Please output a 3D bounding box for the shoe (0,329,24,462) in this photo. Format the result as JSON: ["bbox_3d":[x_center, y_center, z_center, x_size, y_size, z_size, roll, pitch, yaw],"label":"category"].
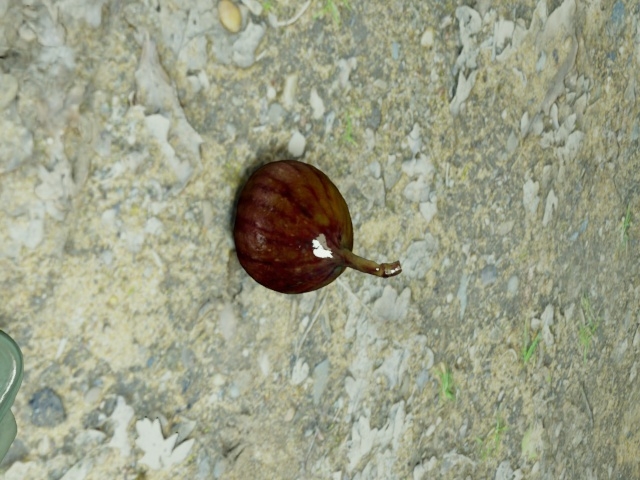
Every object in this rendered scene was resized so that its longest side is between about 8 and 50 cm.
[{"bbox_3d":[-0.351,0.191,0.789,0.251,0.103,0.100,-62,177,6],"label":"shoe"}]

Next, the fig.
[{"bbox_3d":[-0.026,0.002,0.982,0.148,0.202,0.149,11,129,-30],"label":"fig"}]
